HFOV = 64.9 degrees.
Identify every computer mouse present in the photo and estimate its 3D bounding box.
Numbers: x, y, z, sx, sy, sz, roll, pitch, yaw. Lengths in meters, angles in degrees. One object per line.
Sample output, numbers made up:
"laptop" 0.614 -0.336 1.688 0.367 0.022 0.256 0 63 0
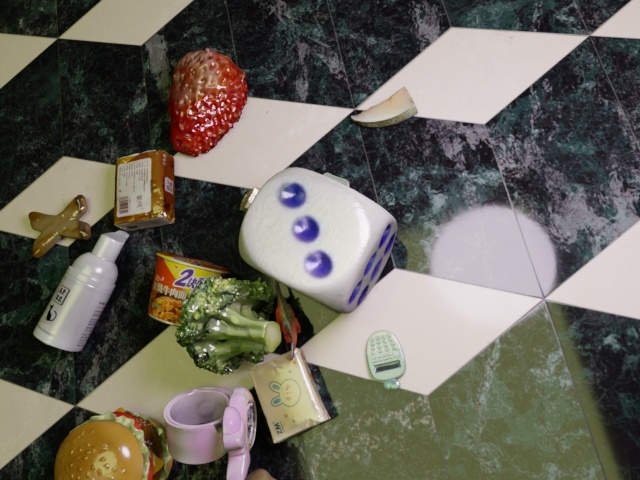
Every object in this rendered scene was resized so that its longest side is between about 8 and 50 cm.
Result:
"computer mouse" 0.038 -0.158 1.435 0.110 0.032 0.055 28 83 30

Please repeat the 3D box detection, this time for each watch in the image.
"watch" -0.276 0.475 1.238 0.218 0.248 0.210 -2 105 3

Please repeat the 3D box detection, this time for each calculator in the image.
"calculator" 0.167 0.304 1.282 0.095 0.021 0.152 -16 71 10

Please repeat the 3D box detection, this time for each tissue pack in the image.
"tissue pack" -0.545 -0.155 1.555 0.184 0.092 0.225 -8 72 12
"tissue pack" -0.080 0.395 1.285 0.149 0.092 0.196 -27 71 5

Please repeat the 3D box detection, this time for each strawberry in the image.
"strawberry" -0.377 -0.434 1.556 0.265 0.149 0.335 16 81 16

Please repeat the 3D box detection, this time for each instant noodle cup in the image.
"instant noodle cup" -0.370 0.138 1.382 0.214 0.213 0.174 16 89 18

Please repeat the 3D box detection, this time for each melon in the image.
"melon" 0.182 -0.366 1.444 0.182 0.054 0.097 -28 64 5

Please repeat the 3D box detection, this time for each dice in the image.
"dice" 0.000 0.000 1.252 0.305 0.304 0.276 26 84 17

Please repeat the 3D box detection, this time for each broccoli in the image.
"broccoli" -0.223 0.203 1.260 0.260 0.288 0.235 -30 71 28

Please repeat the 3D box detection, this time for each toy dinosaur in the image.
"toy dinosaur" -0.092 0.196 1.333 0.056 0.101 0.279 -14 41 -12

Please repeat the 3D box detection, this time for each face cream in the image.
"face cream" -0.688 0.130 1.487 0.146 0.145 0.369 22 82 19

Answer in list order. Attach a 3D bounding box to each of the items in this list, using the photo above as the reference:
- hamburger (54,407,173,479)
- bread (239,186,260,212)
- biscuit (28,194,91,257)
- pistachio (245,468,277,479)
"hamburger" -0.542 0.575 1.293 0.275 0.212 0.274 -4 74 14
"bread" -0.152 -0.092 1.472 0.152 0.105 0.077 29 83 -12
"biscuit" -0.842 -0.046 1.626 0.208 0.047 0.164 -18 71 9
"pistachio" -0.162 0.675 1.221 0.136 0.136 0.225 11 85 17
